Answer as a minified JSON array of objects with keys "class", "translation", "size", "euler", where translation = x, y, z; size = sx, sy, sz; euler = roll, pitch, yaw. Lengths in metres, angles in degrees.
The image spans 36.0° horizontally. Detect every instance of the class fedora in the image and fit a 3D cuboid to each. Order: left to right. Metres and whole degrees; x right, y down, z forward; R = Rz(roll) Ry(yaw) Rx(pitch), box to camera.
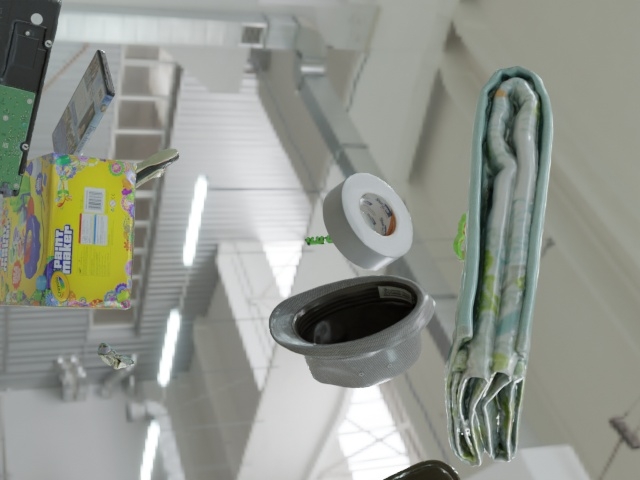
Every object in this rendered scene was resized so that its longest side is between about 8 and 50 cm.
[{"class":"fedora","translation":[0.060,0.164,1.648],"size":[0.243,0.275,0.124],"euler":[-122,-163,-64]}]

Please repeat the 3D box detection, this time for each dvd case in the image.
[{"class":"dvd case","translation":[-0.529,-0.276,2.181],"size":[0.253,0.022,0.180],"euler":[-54,-143,27]}]

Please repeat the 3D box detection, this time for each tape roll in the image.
[{"class":"tape roll","translation":[0.110,-0.044,2.266],"size":[0.072,0.219,0.219],"euler":[-36,-124,41]}]

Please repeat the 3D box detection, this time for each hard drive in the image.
[{"class":"hard drive","translation":[-0.559,-0.248,1.548],"size":[0.064,0.237,0.339],"euler":[-119,-136,-62]}]

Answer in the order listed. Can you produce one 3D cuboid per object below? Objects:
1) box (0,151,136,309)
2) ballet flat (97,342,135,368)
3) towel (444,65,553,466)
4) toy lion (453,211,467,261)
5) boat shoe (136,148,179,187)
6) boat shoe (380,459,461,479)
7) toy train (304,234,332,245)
[{"class":"box","translation":[-0.511,-0.009,1.972],"size":[0.279,0.177,0.290],"euler":[-6,-99,54]},{"class":"ballet flat","translation":[-0.491,0.285,2.350],"size":[0.041,0.114,0.041],"euler":[-22,-132,26]},{"class":"towel","translation":[0.205,0.041,1.131],"size":[0.320,0.090,0.374],"euler":[77,23,-58]},{"class":"toy lion","translation":[0.296,-0.014,1.921],"size":[0.034,0.100,0.096],"euler":[35,-11,50]},{"class":"boat shoe","translation":[-0.364,-0.156,2.143],"size":[0.043,0.137,0.049],"euler":[60,9,-31]},{"class":"boat shoe","translation":[0.035,0.371,1.247],"size":[0.104,0.307,0.110],"euler":[107,-31,-55]},{"class":"toy train","translation":[0.000,0.000,2.619],"size":[0.017,0.083,0.023],"euler":[-62,145,-76]}]
